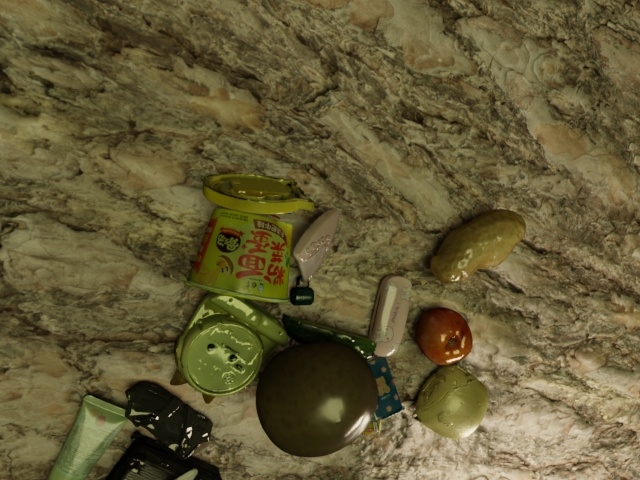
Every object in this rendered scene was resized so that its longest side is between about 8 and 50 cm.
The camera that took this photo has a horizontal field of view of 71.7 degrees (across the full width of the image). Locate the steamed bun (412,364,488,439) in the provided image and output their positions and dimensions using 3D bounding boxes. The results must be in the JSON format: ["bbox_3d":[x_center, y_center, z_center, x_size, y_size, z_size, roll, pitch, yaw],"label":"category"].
[{"bbox_3d":[0.499,0.620,1.672,0.232,0.166,0.272,40,85,-23],"label":"steamed bun"}]

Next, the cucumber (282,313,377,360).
[{"bbox_3d":[0.022,0.335,1.476,0.326,0.145,0.105,21,86,-17],"label":"cucumber"}]

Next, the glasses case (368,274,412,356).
[{"bbox_3d":[0.246,0.267,1.566,0.113,0.075,0.296,9,96,-19],"label":"glasses case"}]

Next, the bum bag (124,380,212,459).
[{"bbox_3d":[-0.466,0.551,1.355,0.326,0.080,0.142,45,50,-22],"label":"bum bag"}]

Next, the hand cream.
[{"bbox_3d":[-0.696,0.613,1.294,0.147,0.093,0.305,32,87,-16],"label":"hand cream"}]

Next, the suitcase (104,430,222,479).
[{"bbox_3d":[-0.495,0.775,1.360,0.335,0.152,0.229,37,87,-21],"label":"suitcase"}]

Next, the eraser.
[{"bbox_3d":[0.001,0.000,1.390,0.059,0.204,0.243,26,68,19],"label":"eraser"}]

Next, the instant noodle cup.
[{"bbox_3d":[-0.216,0.040,1.263,0.312,0.311,0.221,13,86,-21],"label":"instant noodle cup"}]

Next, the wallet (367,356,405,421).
[{"bbox_3d":[0.202,0.525,1.563,0.141,0.059,0.202,-15,79,-20],"label":"wallet"}]

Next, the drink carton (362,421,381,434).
[{"bbox_3d":[0.187,0.624,1.623,0.071,0.056,0.165,1,100,-15],"label":"drink carton"}]

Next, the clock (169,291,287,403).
[{"bbox_3d":[-0.299,0.343,1.368,0.286,0.117,0.348,37,87,-21],"label":"clock"}]

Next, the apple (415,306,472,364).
[{"bbox_3d":[0.447,0.350,1.605,0.210,0.164,0.209,-3,100,-16],"label":"apple"}]

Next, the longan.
[{"bbox_3d":[-0.012,0.460,1.311,0.362,0.361,0.360,-4,101,-19],"label":"longan"}]

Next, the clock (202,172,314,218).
[{"bbox_3d":[-0.182,-0.124,1.239,0.294,0.277,0.071,6,111,-14],"label":"clock"}]

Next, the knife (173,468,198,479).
[{"bbox_3d":[-0.504,0.760,1.256,0.336,0.043,0.081,-21,113,-18],"label":"knife"}]

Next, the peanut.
[{"bbox_3d":[0.561,0.023,1.586,0.387,0.169,0.192,-29,112,-9],"label":"peanut"}]

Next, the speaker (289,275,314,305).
[{"bbox_3d":[-0.059,0.166,1.449,0.076,0.060,0.094,1,99,-21],"label":"speaker"}]
